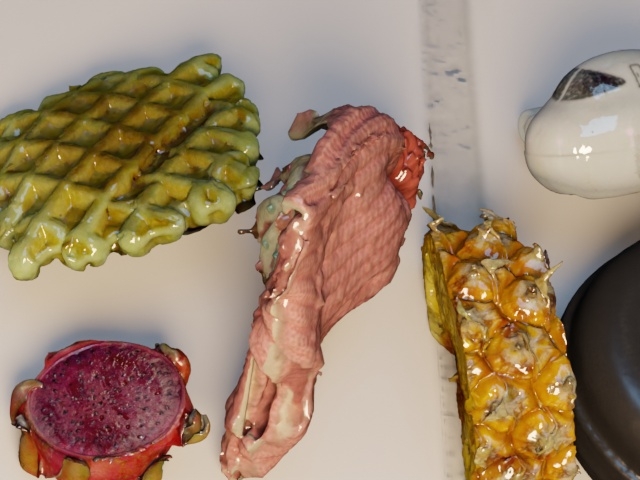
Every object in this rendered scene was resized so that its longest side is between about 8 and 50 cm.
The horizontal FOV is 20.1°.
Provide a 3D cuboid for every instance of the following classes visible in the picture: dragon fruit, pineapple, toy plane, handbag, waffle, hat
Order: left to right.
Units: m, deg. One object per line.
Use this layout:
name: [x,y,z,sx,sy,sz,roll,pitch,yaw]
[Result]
dragon fruit: [-0.136,0.119,1.177,0.126,0.068,0.112,-12,46,-5]
waffle: [-0.140,-0.056,1.272,0.207,0.054,0.214,-14,38,-9]
hat: [0.000,0.000,1.205,0.107,0.237,0.286,24,39,7]
pineapple: [0.117,0.065,1.221,0.079,0.135,0.233,-6,57,-15]
toy plane: [0.254,-0.097,1.338,0.244,0.117,0.245,-7,14,2]
handbag: [0.310,0.087,1.268,0.308,0.093,0.254,-28,63,-28]
